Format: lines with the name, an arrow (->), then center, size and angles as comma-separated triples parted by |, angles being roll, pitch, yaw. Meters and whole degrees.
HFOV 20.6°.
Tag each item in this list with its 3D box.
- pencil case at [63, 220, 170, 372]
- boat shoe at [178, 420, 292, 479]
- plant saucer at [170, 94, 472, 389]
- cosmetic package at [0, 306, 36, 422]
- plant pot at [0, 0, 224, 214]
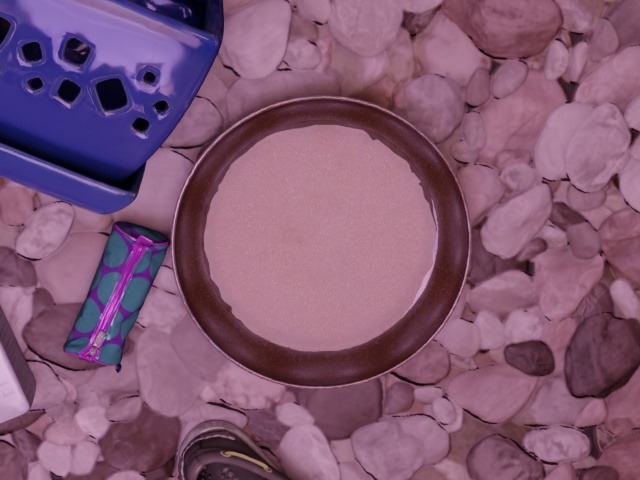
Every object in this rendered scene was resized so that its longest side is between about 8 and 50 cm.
pencil case -> -0.209, 0.056, 1.812 | 0.064, 0.070, 0.152 | 21, 100, -8
boat shoe -> -0.029, 0.317, 1.876 | 0.305, 0.091, 0.109 | 42, 98, -12
plant saucer -> 0.000, 0.000, 1.824 | 0.310, 0.050, 0.311 | -1, 104, -4
cosmetic package -> -0.389, 0.082, 1.800 | 0.117, 0.085, 0.231 | -23, 105, 1
plant pot -> -0.237, -0.165, 1.679 | 0.236, 0.236, 0.212 | 22, 107, -9
